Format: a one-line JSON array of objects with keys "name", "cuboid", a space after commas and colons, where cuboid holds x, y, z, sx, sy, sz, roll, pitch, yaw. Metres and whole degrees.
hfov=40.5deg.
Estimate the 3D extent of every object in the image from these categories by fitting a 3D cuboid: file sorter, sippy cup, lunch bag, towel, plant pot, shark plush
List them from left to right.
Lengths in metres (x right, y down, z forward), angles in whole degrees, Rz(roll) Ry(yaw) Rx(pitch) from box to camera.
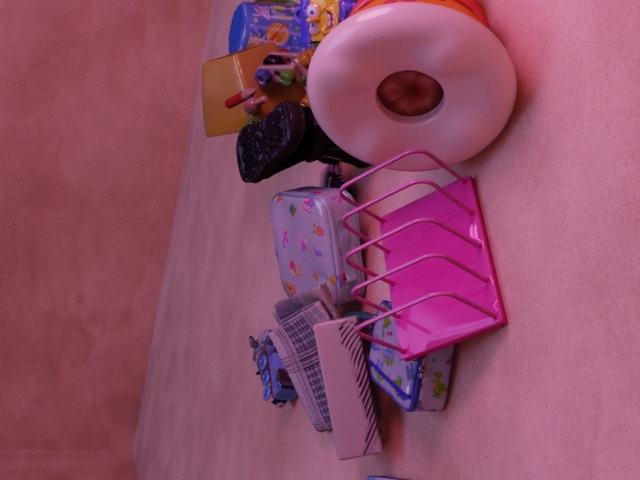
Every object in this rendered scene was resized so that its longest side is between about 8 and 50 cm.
[{"name": "plant pot", "cuboid": [-0.185, -0.394, 2.229, 0.212, 0.212, 0.187, -2, 111, 45]}, {"name": "shark plush", "cuboid": [-0.167, 0.336, 2.501, 0.067, 0.073, 0.161, 3, 81, 39]}, {"name": "sippy cup", "cuboid": [-0.132, -0.561, 2.412, 0.305, 0.224, 0.240, -132, 51, -61]}, {"name": "towel", "cuboid": [-0.007, 0.272, 1.949, 0.324, 0.056, 0.312, 67, 153, 6]}, {"name": "lunch bag", "cuboid": [0.001, 0.019, 1.973, 0.224, 0.108, 0.279, 5, 108, 48]}, {"name": "lunch bag", "cuboid": [0.167, 0.218, 1.635, 0.219, 0.090, 0.176, -141, 56, -66]}, {"name": "file sorter", "cuboid": [0.158, 0.021, 1.477, 0.202, 0.182, 0.291, -26, 55, 30]}]

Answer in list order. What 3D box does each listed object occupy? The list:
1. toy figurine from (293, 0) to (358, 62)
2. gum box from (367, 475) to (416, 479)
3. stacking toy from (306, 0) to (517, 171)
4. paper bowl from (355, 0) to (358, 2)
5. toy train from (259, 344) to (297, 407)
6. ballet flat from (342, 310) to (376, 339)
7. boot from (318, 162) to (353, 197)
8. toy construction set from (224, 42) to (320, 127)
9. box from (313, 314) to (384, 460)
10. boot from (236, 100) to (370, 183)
[{"name": "toy figurine", "cuboid": [0.047, -0.431, 1.780, 0.217, 0.191, 0.363, 13, 117, 30]}, {"name": "gum box", "cuboid": [0.144, 0.538, 1.668, 0.184, 0.041, 0.157, 151, 122, -66]}, {"name": "stacking toy", "cuboid": [0.172, -0.395, 1.578, 0.350, 0.350, 0.480, 121, 163, -48]}, {"name": "paper bowl", "cuboid": [0.079, -0.675, 2.016, 0.284, 0.148, 0.284, -175, 90, -69]}, {"name": "toy train", "cuboid": [-0.108, 0.354, 2.317, 0.105, 0.080, 0.184, -53, 34, 38]}, {"name": "ballet flat", "cuboid": [0.098, 0.186, 1.857, 0.188, 0.070, 0.070, 171, 104, -71]}, {"name": "boot", "cuboid": [0.044, -0.131, 2.088, 0.086, 0.069, 0.190, -9, 51, 29]}, {"name": "toy construction set", "cuboid": [-0.040, -0.357, 2.047, 0.237, 0.309, 0.257, -12, 95, 58]}, {"name": "box", "cuboid": [0.058, 0.294, 1.756, 0.113, 0.094, 0.275, 27, -129, -84]}, {"name": "boot", "cuboid": [-0.023, -0.215, 1.983, 0.348, 0.260, 0.131, -19, 75, 59]}]
